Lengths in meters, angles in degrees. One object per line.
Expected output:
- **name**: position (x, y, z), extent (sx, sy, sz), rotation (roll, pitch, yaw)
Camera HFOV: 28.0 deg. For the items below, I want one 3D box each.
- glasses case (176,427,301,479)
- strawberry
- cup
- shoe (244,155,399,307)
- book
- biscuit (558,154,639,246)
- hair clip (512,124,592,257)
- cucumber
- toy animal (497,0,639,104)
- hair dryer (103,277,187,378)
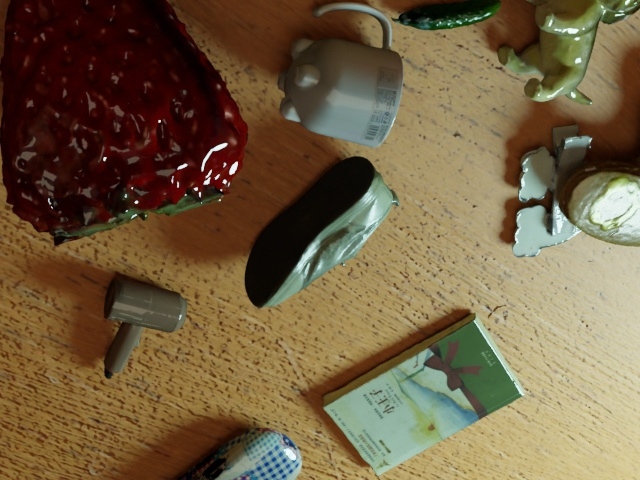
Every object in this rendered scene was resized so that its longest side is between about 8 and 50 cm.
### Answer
- **glasses case**: position (-0.173, 0.424, 2.101), extent (0.327, 0.076, 0.125), rotation (-38, 122, 12)
- **strawberry**: position (-0.273, -0.187, 1.628), extent (0.318, 0.295, 0.345), rotation (-16, 90, 16)
- **cup**: position (0.028, -0.222, 1.722), extent (0.142, 0.134, 0.173), rotation (12, 118, -17)
- **shoe**: position (0.000, 0.000, 1.873), extent (0.275, 0.103, 0.098), rotation (-42, 134, 16)
- **book**: position (0.171, 0.255, 2.105), extent (0.289, 0.026, 0.201), rotation (-32, 123, 7)
- **biscuit**: position (0.505, -0.109, 1.912), extent (0.262, 0.052, 0.277), rotation (13, 117, -34)
- **hair clip**: position (0.364, -0.071, 1.938), extent (0.140, 0.054, 0.220), rotation (-9, 125, -12)
- **cucumber**: position (0.174, -0.307, 1.761), extent (0.155, 0.037, 0.037), rotation (-9, 122, -6)
- **toy animal**: position (0.347, -0.297, 1.762), extent (0.169, 0.121, 0.233), rotation (4, 123, -27)
- **hair dryer**: position (-0.283, 0.140, 1.922), extent (0.117, 0.064, 0.181), rotation (16, 124, -22)
